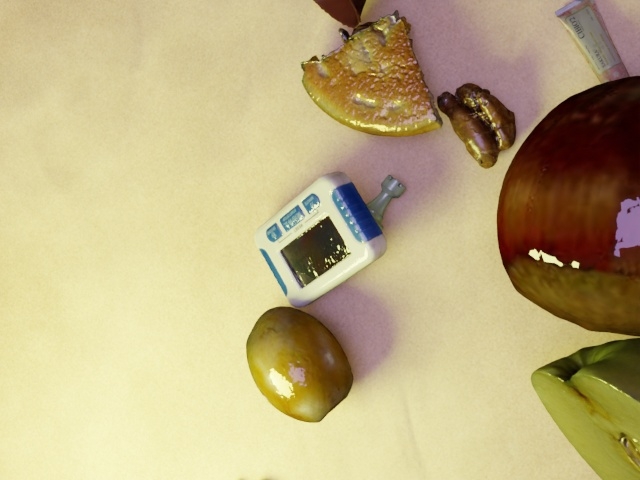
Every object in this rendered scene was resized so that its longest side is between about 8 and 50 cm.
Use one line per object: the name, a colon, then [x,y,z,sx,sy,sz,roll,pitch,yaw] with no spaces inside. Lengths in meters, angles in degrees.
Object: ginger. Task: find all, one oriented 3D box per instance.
ginger: [0.281,-0.214,1.508,0.103,0.073,0.162,-38,80,15]

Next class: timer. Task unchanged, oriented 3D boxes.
timer: [0.000,0.000,1.574,0.253,0.078,0.178,-35,83,42]

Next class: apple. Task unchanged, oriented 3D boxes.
apple: [0.510,0.309,1.322,0.320,0.311,0.360,-40,90,29]

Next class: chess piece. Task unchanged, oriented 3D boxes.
chess piece: [0.110,-0.069,1.578,0.067,0.067,0.103,39,95,12]

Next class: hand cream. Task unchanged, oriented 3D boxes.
hand cream: [0.478,-0.320,1.460,0.067,0.043,0.210,-29,79,17]

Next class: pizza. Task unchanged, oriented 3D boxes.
pizza: [0.108,-0.305,1.554,0.289,0.081,0.229,19,94,23]

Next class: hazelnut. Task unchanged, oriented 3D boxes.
hazelnut: [0.479,-0.053,1.310,0.421,0.353,0.421,4,95,45]

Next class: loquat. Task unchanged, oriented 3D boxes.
loquat: [-0.043,0.225,1.583,0.179,0.179,0.227,-43,72,15]

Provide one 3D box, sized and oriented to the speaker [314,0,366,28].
speaker: [0.080,-0.563,1.528,0.329,0.198,0.259,-49,34,-9]
